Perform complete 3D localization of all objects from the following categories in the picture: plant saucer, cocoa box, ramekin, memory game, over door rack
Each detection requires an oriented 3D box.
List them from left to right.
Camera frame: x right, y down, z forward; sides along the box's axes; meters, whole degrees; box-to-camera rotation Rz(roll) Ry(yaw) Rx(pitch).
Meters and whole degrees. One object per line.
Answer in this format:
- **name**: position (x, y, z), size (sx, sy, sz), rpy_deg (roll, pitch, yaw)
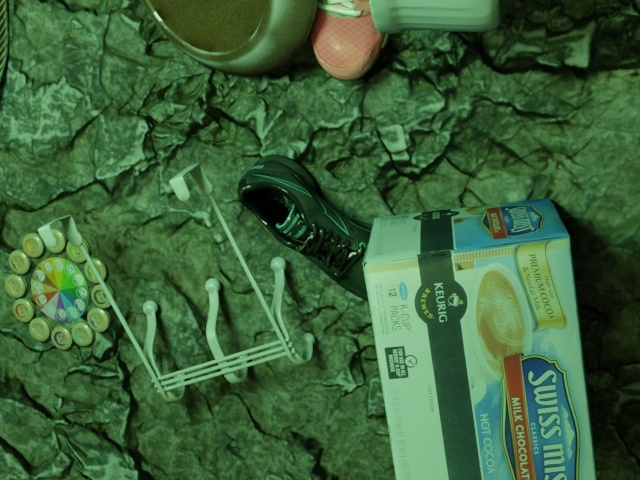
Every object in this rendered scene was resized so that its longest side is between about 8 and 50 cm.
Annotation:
- **memory game**: position (-0.383, 0.072, 1.796), size (0.186, 0.012, 0.186), rpy_deg (6, 107, 20)
- **over door rack**: position (-0.178, 0.052, 1.640), size (0.239, 0.108, 0.324), rpy_deg (-19, 117, 26)
- **plant saucer**: position (-0.137, -0.341, 1.504), size (0.310, 0.050, 0.311), rpy_deg (22, 129, 30)
- **ramekin**: position (0.145, -0.356, 1.329), size (0.135, 0.277, 0.277), rpy_deg (8, 107, 11)
- **cocoa box**: position (0.191, 0.147, 1.441), size (0.227, 0.231, 0.347), rpy_deg (-7, 102, 7)

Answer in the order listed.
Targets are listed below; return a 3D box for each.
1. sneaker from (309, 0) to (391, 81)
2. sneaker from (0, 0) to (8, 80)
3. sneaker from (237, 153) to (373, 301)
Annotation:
- **sneaker**: position (0.026, -0.341, 1.451), size (0.115, 0.136, 0.314), rpy_deg (14, 109, 19)
- **sneaker**: position (-0.507, -0.317, 1.695), size (0.121, 0.108, 0.302), rpy_deg (9, 99, 20)
- **sneaker**: position (0.000, 0.000, 1.572), size (0.267, 0.106, 0.101), rpy_deg (38, 113, 7)
